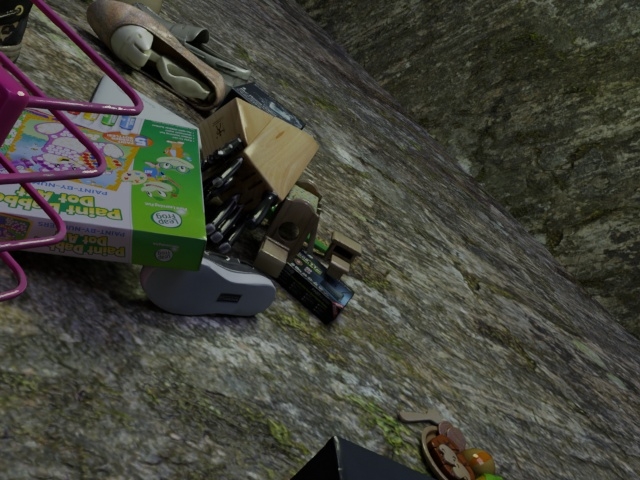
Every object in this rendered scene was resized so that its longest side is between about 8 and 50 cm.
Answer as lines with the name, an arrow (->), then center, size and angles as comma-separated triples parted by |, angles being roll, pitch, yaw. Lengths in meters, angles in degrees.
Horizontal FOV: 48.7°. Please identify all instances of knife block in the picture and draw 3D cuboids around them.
knife block -> -0.094, -0.082, 1.082 | 0.275, 0.088, 0.242 | 18, 51, -51

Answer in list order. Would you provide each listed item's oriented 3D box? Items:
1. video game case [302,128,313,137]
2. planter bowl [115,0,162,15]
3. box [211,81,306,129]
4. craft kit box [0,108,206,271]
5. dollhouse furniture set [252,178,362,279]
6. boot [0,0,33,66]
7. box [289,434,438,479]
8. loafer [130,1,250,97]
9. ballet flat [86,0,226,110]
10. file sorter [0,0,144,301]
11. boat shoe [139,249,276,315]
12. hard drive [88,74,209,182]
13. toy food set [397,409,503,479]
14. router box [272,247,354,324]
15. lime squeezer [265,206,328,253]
video game case -> -0.060, -0.272, 1.786 | 0.087, 0.011, 0.122 | 36, 21, -11
planter bowl -> -0.439, -0.599, 1.673 | 0.162, 0.109, 0.162 | 34, 22, -16
box -> -0.131, -0.252, 1.514 | 0.156, 0.093, 0.158 | 39, 20, -2
craft kit box -> -0.268, -0.074, 0.845 | 0.250, 0.061, 0.247 | 8, 39, -19
dollhouse furniture set -> 0.000, 0.000, 1.092 | 0.161, 0.101, 0.182 | 29, 21, -9
boot -> -0.485, -0.372, 0.888 | 0.138, 0.284, 0.377 | 46, 21, 16
box -> 0.064, 0.298, 0.603 | 0.261, 0.184, 0.103 | 30, 23, -23
loafer -> -0.292, -0.435, 1.582 | 0.319, 0.111, 0.112 | 39, 21, 0
ballet flat -> -0.322, -0.364, 1.411 | 0.316, 0.107, 0.106 | 28, 31, -24
file sorter -> -0.309, -0.058, 0.553 | 0.202, 0.291, 0.182 | 44, 19, 10
boat shoe -> -0.149, 0.044, 0.912 | 0.228, 0.080, 0.076 | 12, 28, -52
hard drive -> -0.259, -0.109, 1.027 | 0.203, 0.040, 0.307 | 30, 31, -24
toy food set -> 0.199, 0.310, 1.006 | 0.132, 0.038, 0.192 | 15, 32, -47
router box -> -0.009, 0.071, 1.139 | 0.122, 0.038, 0.092 | 41, 20, 3
lime squeezer -> -0.069, -0.067, 1.261 | 0.310, 0.059, 0.110 | 58, 27, -9
